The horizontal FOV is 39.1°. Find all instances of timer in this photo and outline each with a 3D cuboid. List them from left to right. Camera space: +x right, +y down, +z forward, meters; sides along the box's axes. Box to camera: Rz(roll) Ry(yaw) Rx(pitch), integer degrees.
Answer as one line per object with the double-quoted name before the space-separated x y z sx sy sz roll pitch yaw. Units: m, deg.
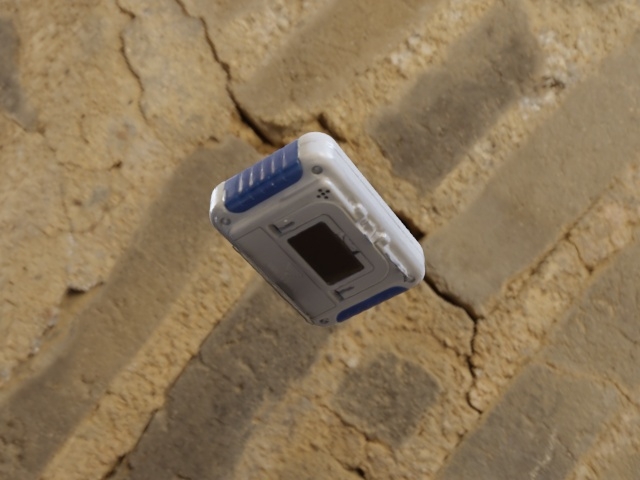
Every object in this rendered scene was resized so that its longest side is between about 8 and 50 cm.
"timer" 0.000 0.000 1.106 0.178 0.253 0.078 -28 -144 22
